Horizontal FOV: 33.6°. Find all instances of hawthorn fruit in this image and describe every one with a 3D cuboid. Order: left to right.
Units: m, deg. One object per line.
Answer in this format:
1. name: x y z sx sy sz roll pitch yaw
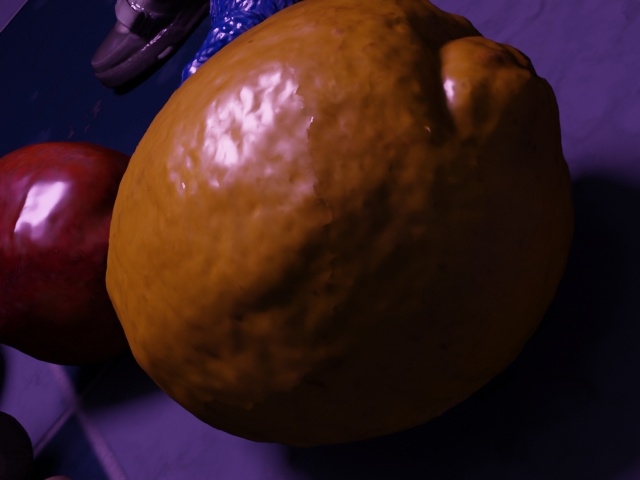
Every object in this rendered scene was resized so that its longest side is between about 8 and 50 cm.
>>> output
1. hawthorn fruit: -0.205 0.002 0.937 0.248 0.208 0.208 -17 46 49

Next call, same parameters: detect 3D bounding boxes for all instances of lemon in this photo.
1. lemon: 0.005 -0.003 0.675 0.316 0.285 0.285 -63 32 16

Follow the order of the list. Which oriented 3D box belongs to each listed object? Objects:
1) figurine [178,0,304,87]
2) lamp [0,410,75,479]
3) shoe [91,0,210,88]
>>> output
1. figurine: -0.062 -0.186 1.048 0.164 0.120 0.262 -108 38 -78
2. lamp: -0.290 0.210 0.918 0.214 0.121 0.121 15 69 38
3. shoe: -0.204 -0.328 1.295 0.293 0.149 0.109 -42 37 8
